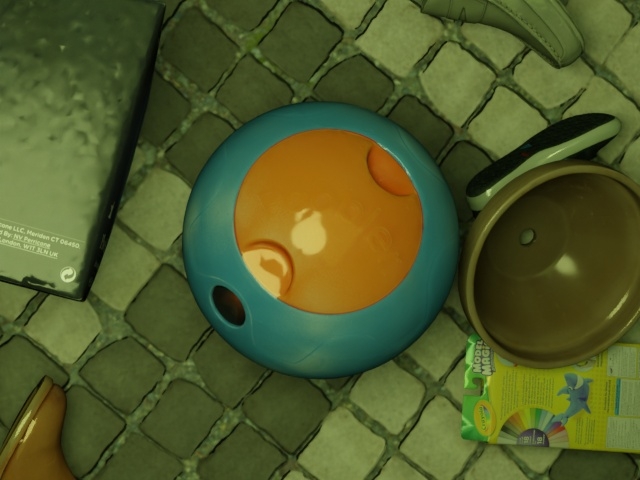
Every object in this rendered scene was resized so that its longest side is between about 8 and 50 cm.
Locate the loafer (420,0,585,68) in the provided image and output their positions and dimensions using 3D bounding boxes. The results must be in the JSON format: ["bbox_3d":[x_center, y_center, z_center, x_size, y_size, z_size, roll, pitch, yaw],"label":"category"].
[{"bbox_3d":[0.157,-0.294,1.591,0.319,0.112,0.111,39,87,1],"label":"loafer"}]

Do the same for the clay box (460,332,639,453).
[{"bbox_3d":[0.267,0.175,1.614,0.222,0.053,0.127,5,85,-8],"label":"clay box"}]

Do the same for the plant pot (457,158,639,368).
[{"bbox_3d":[0.251,0.013,1.555,0.237,0.110,0.237,-6,113,-15],"label":"plant pot"}]

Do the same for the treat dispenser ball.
[{"bbox_3d":[0.000,0.000,1.456,0.288,0.288,0.288,0,88,-10],"label":"treat dispenser ball"}]

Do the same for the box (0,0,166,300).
[{"bbox_3d":[-0.279,-0.099,1.407,0.182,0.296,0.294,15,86,-8],"label":"box"}]

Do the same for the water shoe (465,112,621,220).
[{"bbox_3d":[0.263,-0.076,1.625,0.203,0.073,0.080,-29,114,-5],"label":"water shoe"}]

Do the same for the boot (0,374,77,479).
[{"bbox_3d":[-0.248,0.301,1.487,0.220,0.109,0.283,16,86,-6],"label":"boot"}]
